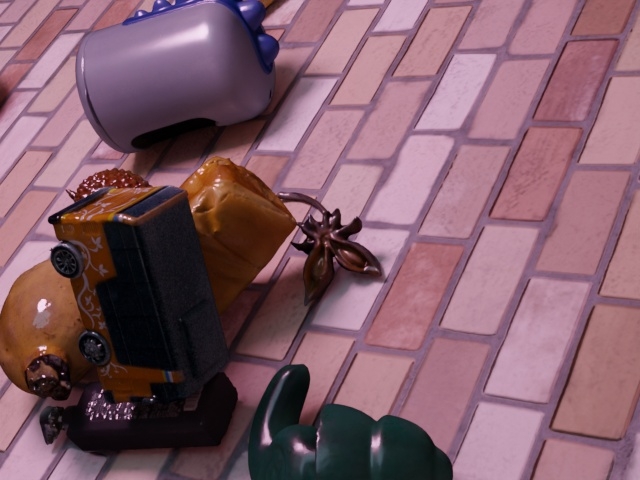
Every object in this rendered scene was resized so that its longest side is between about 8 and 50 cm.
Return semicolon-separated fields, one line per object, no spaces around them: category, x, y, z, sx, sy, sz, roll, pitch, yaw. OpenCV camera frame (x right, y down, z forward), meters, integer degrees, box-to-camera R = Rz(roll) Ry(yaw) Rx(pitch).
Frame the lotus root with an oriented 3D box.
lotus root;-0.401;0.144;1.593;0.183;0.183;0.310;-25;29;7

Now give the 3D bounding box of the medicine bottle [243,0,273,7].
medicine bottle;-0.143;-0.506;2.170;0.426;0.108;0.108;-43;42;-12

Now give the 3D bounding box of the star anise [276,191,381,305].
star anise;0.000;0.000;1.632;0.148;0.218;0.227;-60;-4;10

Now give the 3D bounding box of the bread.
bread;-0.180;0.024;1.553;0.294;0.167;0.132;-43;28;20

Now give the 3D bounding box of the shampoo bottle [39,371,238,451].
shampoo bottle;-0.271;0.246;1.505;0.309;0.071;0.098;-7;46;26

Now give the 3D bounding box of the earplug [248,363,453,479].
earplug;0.026;0.263;1.275;0.280;0.164;0.257;0;12;17

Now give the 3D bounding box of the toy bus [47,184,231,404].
toy bus;-0.233;0.074;1.404;0.167;0.275;0.138;-2;20;29

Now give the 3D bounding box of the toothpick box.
toothpick box;-0.240;-0.319;1.917;0.354;0.263;0.263;-12;44;20

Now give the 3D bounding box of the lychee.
lychee;-0.347;-0.039;1.770;0.197;0.165;0.165;13;55;20
